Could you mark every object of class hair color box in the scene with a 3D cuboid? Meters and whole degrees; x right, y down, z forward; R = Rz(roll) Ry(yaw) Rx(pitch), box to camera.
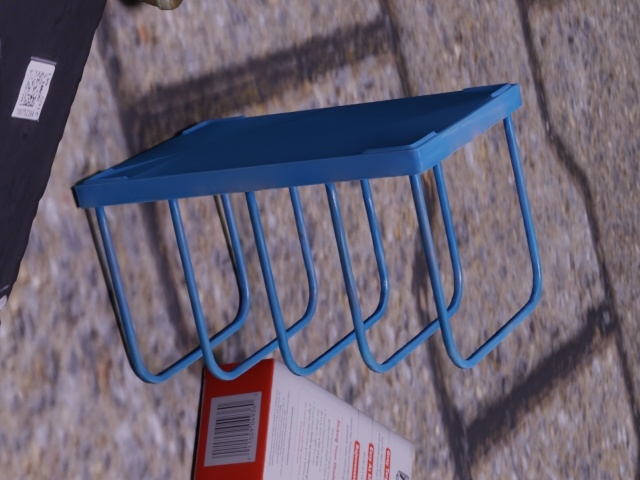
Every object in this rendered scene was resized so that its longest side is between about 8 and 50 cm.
[{"bbox_3d":[-0.006,0.114,0.954,0.141,0.043,0.072,36,52,-50],"label":"hair color box"}]

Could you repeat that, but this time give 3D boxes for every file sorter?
[{"bbox_3d":[0.000,0.000,0.871,0.118,0.170,0.104,-33,115,-58],"label":"file sorter"}]

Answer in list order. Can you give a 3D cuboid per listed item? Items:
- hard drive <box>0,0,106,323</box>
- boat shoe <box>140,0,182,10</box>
[{"bbox_3d":[-0.131,-0.080,0.574,0.237,0.064,0.339,-5,115,-77],"label":"hard drive"},{"bbox_3d":[-0.097,-0.178,0.882,0.056,0.048,0.153,-69,147,-60],"label":"boat shoe"}]
